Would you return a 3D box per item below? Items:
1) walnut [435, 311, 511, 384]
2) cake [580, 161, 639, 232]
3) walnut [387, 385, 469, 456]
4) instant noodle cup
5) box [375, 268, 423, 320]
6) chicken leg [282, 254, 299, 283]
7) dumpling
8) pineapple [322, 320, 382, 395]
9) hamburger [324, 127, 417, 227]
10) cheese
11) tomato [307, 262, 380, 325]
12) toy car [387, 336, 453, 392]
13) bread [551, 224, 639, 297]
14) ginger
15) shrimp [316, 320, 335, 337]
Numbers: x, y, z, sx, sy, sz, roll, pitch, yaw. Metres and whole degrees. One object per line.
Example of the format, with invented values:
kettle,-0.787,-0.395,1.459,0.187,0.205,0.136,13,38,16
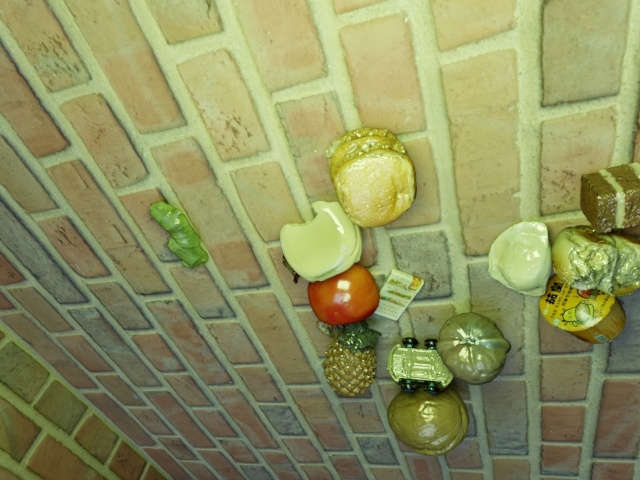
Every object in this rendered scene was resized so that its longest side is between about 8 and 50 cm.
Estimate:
walnut,0.528,0.375,1.533,0.249,0.248,0.248,6,130,7
cake,0.778,-0.111,1.150,0.147,0.135,0.134,-10,126,14
walnut,0.441,0.733,1.837,0.333,0.332,0.332,6,130,7
instant noodle cup,0.827,0.214,1.371,0.172,0.215,0.216,35,128,-28
box,0.268,0.199,1.585,0.122,0.032,0.220,20,131,-4
chicken leg,-0.101,0.105,1.589,0.062,0.037,0.145,4,133,38
dumpling,0.606,0.057,1.339,0.180,0.131,0.251,13,125,34
pineapple,0.132,0.418,1.707,0.223,0.222,0.357,11,120,4
hamburger,0.130,-0.182,1.180,0.261,0.211,0.245,22,123,-14
cheese,0.000,0.000,1.398,0.266,0.127,0.233,-23,94,23
tomato,0.072,0.188,1.526,0.260,0.180,0.259,6,128,8
toy car,0.397,0.506,1.741,0.248,0.204,0.198,1,153,14
bread,0.755,0.048,1.229,0.314,0.192,0.171,1,118,-22
ginger,-0.497,-0.012,1.546,0.137,0.089,0.289,12,138,27
shrimp,0.030,0.356,1.780,0.108,0.023,0.059,39,118,-21
